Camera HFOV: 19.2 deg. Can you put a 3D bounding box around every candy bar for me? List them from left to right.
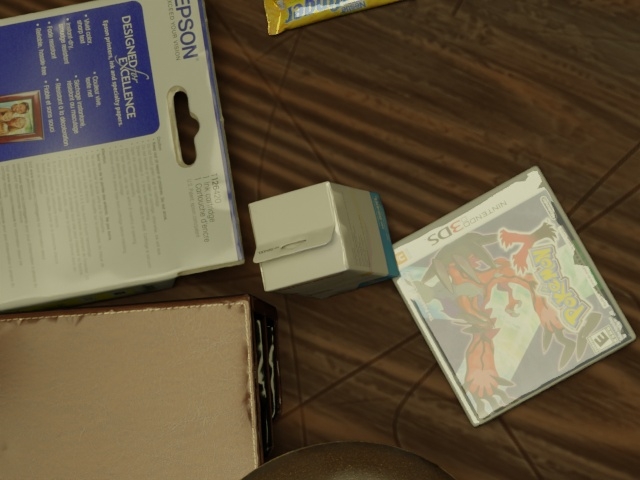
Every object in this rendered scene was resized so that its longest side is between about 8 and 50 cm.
[{"bbox_3d":[0.021,-0.249,1.943,0.161,0.018,0.040,-13,80,6],"label":"candy bar"}]

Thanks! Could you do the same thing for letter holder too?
[{"bbox_3d":[-0.196,0.175,1.842,0.302,0.152,0.214,-5,83,7],"label":"letter holder"}]

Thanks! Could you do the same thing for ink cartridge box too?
[{"bbox_3d":[-0.244,-0.088,1.932,0.307,0.072,0.303,-10,79,4],"label":"ink cartridge box"},{"bbox_3d":[0.000,0.000,1.833,0.092,0.143,0.090,-16,78,22],"label":"ink cartridge box"}]

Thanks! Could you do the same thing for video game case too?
[{"bbox_3d":[0.184,0.055,1.870,0.183,0.023,0.201,-29,79,3],"label":"video game case"}]

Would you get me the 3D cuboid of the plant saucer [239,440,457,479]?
[{"bbox_3d":[0.023,0.340,1.762,0.311,0.050,0.310,-3,107,-10],"label":"plant saucer"}]
